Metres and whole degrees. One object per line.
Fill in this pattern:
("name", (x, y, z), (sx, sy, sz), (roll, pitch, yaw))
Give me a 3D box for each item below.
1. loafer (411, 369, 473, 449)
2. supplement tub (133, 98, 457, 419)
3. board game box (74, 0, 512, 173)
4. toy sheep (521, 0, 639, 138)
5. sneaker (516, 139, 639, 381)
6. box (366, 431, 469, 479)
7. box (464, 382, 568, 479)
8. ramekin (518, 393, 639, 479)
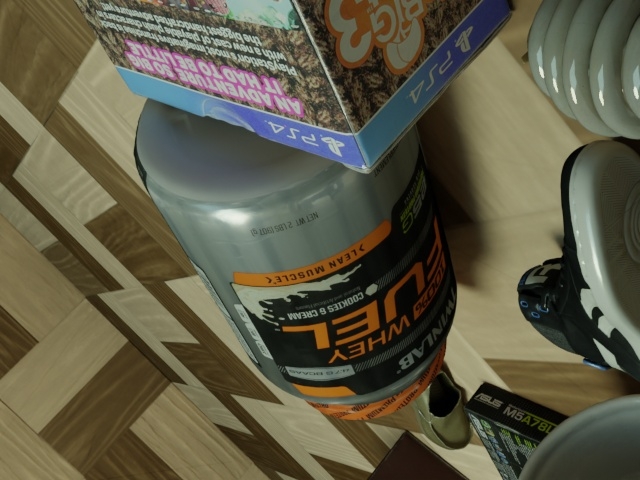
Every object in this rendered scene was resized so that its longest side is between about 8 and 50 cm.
("loafer", (0.137, 0.193, 1.023), (0.050, 0.056, 0.148), (21, 151, 56))
("supplement tub", (0.000, 0.000, 0.704), (0.193, 0.193, 0.316), (27, 155, 35))
("board game box", (-0.060, -0.210, 0.474), (0.232, 0.141, 0.291), (23, 152, 41))
("toy sheep", (0.149, -0.088, 0.421), (0.132, 0.091, 0.091), (24, 153, 52))
("sneaker", (0.171, 0.021, 0.595), (0.121, 0.079, 0.217), (14, 147, 49))
("box", (0.120, 0.422, 1.293), (0.167, 0.203, 0.168), (36, 159, 15))
("box", (0.258, 0.248, 0.934), (0.184, 0.045, 0.191), (15, 145, 47))
("ramekin", (0.261, 0.233, 0.688), (0.207, 0.207, 0.109), (22, 160, 42))
